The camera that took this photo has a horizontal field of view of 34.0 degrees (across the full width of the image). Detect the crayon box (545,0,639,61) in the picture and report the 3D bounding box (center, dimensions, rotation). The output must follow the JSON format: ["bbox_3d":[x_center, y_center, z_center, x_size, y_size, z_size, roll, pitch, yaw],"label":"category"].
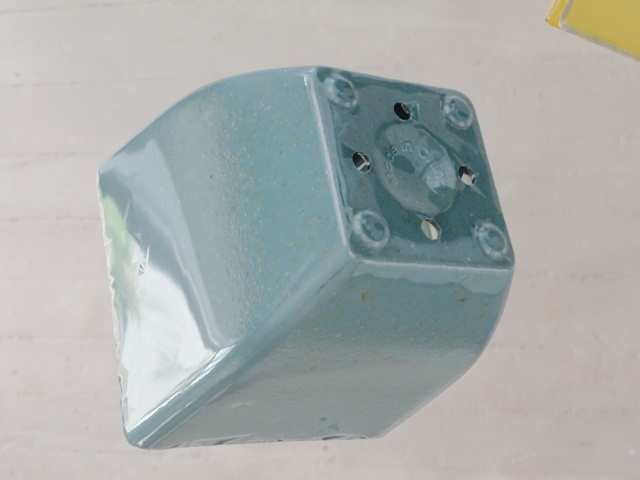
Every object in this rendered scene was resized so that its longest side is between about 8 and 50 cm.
[{"bbox_3d":[0.230,-0.155,0.434,0.203,0.322,0.083,25,160,3],"label":"crayon box"}]

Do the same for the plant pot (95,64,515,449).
[{"bbox_3d":[0.000,0.000,0.791,0.252,0.247,0.247,-39,55,49],"label":"plant pot"}]
